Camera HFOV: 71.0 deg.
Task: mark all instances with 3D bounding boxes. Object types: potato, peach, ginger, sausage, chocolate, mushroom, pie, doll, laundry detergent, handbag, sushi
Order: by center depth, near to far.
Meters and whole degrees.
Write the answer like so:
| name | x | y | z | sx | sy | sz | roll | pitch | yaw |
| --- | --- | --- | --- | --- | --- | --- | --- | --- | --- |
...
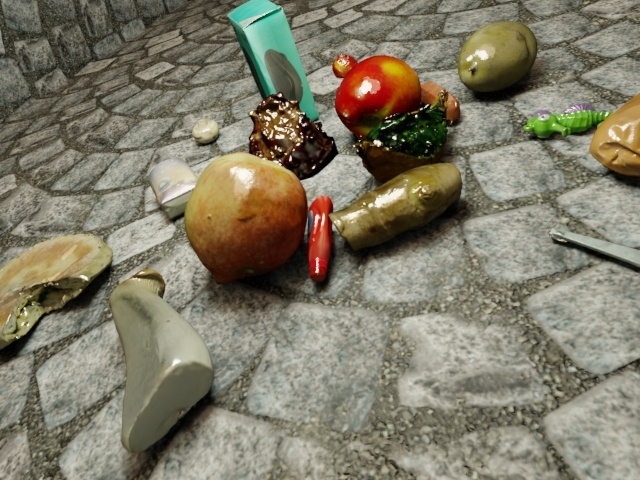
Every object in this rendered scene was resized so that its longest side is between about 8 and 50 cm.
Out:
| name | x | y | z | sx | sy | sz | roll | pitch | yaw |
| --- | --- | --- | --- | --- | --- | --- | --- | --- | --- |
| mushroom | -0.286 | 0.168 | 0.745 | 0.159 | 0.122 | 0.328 | -25 | 39 | -20 |
| sausage | 0.596 | -0.204 | 0.795 | 0.241 | 0.120 | 0.136 | -32 | 53 | -15 |
| ginger | 0.147 | -0.066 | 0.834 | 0.262 | 0.109 | 0.116 | -25 | 44 | -4 |
| laundry detergent | 0.000 | 0.000 | 0.837 | 0.049 | 0.097 | 0.165 | 6 | 50 | -6 |
| peach | -0.143 | -0.029 | 0.845 | 0.232 | 0.257 | 0.232 | 15 | 13 | -4 |
| doll | 0.521 | -0.242 | 0.922 | 0.190 | 0.050 | 0.115 | -1 | 40 | 18 |
| sushi | 0.201 | -0.220 | 0.956 | 0.287 | 0.140 | 0.149 | -32 | 37 | -12 |
| pie | -0.622 | 0.094 | 1.000 | 0.337 | 0.075 | 0.338 | -15 | 37 | 12 |
| peach | 0.139 | -0.350 | 1.090 | 0.196 | 0.190 | 0.226 | -24 | 36 | 40 |
| chocolate | -0.090 | -0.266 | 1.100 | 0.224 | 0.177 | 0.206 | -18 | 40 | 5 |
| sausage | 0.296 | -0.340 | 1.111 | 0.065 | 0.065 | 0.169 | -21 | 39 | -1 |
| potato | 0.428 | -0.452 | 1.113 | 0.174 | 0.159 | 0.251 | -13 | 20 | 50 |
| handbag | -0.365 | -0.137 | 1.140 | 0.117 | 0.095 | 0.173 | -27 | 49 | -16 |
| mushroom | -0.349 | -0.335 | 1.361 | 0.083 | 0.068 | 0.084 | -10 | 35 | 7 |
| peach | 0.079 | -0.554 | 1.446 | 0.083 | 0.077 | 0.050 | 29 | 41 | -11 |

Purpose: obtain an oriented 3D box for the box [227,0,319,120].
| name | x | y | z | sx | sy | sz | roll | pitch | yaw |
| --- | --- | --- | --- | --- | --- | --- | --- | --- | --- |
| box | -0.130 | -0.485 | 1.249 | 0.118 | 0.312 | 0.205 | -28 | 41 | -7 |

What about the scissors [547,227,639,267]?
| name | x | y | z | sx | sy | sz | roll | pitch | yaw |
| --- | --- | --- | --- | --- | --- | --- | --- | --- | --- |
| scissors | 0.503 | 0.045 | 0.633 | 0.191 | 0.030 | 0.360 | -40 | 42 | -27 |
